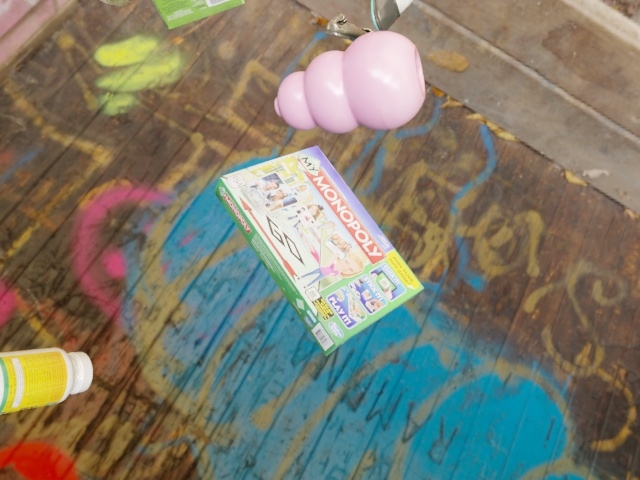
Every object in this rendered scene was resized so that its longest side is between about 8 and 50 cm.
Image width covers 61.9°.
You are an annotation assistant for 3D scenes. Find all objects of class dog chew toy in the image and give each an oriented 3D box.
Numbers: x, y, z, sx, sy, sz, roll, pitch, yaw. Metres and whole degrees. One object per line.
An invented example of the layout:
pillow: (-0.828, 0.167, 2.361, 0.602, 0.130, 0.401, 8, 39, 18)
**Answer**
dog chew toy: (0.055, -0.328, 1.171, 0.331, 0.207, 0.207, -9, 142, 20)

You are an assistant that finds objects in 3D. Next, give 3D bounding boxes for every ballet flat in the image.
ballet flat: (0.169, -0.592, 1.242, 0.096, 0.281, 0.095, -13, 138, 21)
ballet flat: (0.096, -0.580, 1.475, 0.084, 0.058, 0.249, 22, -159, 31)

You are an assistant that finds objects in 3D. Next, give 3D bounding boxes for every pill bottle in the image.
pill bottle: (-0.581, 0.280, 1.083, 0.117, 0.118, 0.208, 15, -176, 33)

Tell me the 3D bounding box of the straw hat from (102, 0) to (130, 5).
straw hat: (-0.557, -0.669, 1.387, 0.144, 0.061, 0.145, 2, 138, 2)

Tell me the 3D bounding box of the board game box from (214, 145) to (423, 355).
board game box: (0.000, 0.000, 0.872, 0.317, 0.213, 0.046, 54, 141, 13)

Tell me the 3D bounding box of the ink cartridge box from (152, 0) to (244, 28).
ink cartridge box: (-0.289, -0.627, 1.222, 0.188, 0.255, 0.097, -16, 147, 5)
